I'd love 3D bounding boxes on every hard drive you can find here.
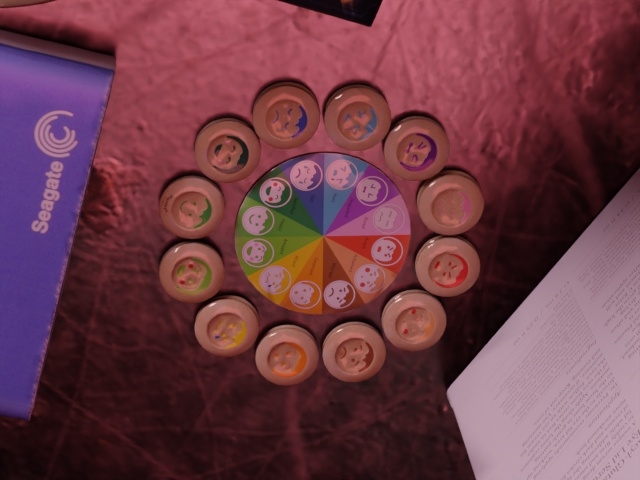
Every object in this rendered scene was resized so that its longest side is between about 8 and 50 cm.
[{"bbox_3d":[-0.287,-0.032,0.982,0.319,0.040,0.210,13,112,-10],"label":"hard drive"}]

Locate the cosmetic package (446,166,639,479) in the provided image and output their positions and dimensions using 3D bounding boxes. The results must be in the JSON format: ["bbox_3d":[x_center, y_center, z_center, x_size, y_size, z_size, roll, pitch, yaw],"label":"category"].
[{"bbox_3d":[0.232,0.032,0.919,0.097,0.284,0.377,34,108,-17],"label":"cosmetic package"}]

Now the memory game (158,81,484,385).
[{"bbox_3d":[0.000,0.000,1.035,0.186,0.012,0.186,-2,114,-4],"label":"memory game"}]

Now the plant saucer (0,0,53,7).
[{"bbox_3d":[-0.169,-0.241,0.858,0.278,0.041,0.277,8,122,12],"label":"plant saucer"}]

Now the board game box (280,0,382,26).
[{"bbox_3d":[-0.015,-0.192,0.826,0.042,0.243,0.165,29,102,26],"label":"board game box"}]
